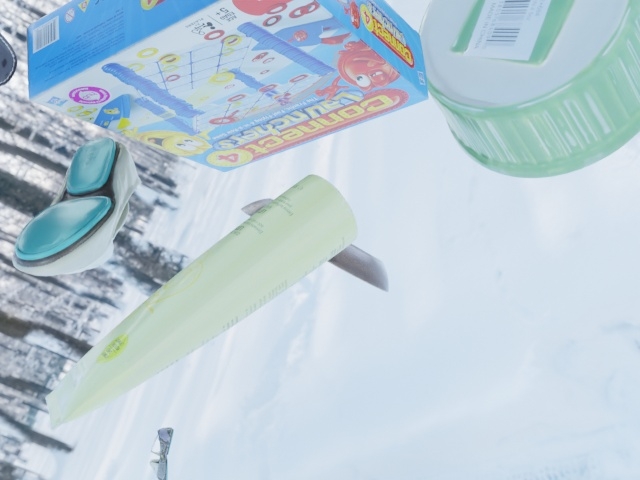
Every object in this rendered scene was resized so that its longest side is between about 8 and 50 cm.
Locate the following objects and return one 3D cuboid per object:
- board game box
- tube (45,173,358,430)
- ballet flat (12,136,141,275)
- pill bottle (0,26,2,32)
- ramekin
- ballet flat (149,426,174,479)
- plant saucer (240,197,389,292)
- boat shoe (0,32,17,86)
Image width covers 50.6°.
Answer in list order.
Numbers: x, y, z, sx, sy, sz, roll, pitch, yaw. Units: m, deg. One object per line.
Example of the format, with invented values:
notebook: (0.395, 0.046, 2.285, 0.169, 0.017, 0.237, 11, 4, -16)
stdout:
board game box: (-0.086, -0.188, 0.722, 0.308, 0.301, 0.086, -15, 73, 29)
tube: (-0.081, 0.041, 0.464, 0.240, 0.062, 0.070, -37, -28, -19)
ballet flat: (-0.232, -0.021, 0.686, 0.086, 0.086, 0.249, -53, 19, 29)
pill bottle: (-0.771, -0.542, 1.317, 0.187, 0.334, 0.188, -11, 37, 8)
ramekin: (0.270, -0.246, 0.854, 0.303, 0.148, 0.304, -15, 62, 31)
ballet flat: (-0.302, 0.407, 1.277, 0.041, 0.041, 0.115, -164, 81, -74)
plant saucer: (0.000, 0.000, 1.246, 0.050, 0.310, 0.310, -60, 16, 2)
boat shoe: (-0.410, -0.224, 0.699, 0.103, 0.092, 0.285, -64, -18, -7)
